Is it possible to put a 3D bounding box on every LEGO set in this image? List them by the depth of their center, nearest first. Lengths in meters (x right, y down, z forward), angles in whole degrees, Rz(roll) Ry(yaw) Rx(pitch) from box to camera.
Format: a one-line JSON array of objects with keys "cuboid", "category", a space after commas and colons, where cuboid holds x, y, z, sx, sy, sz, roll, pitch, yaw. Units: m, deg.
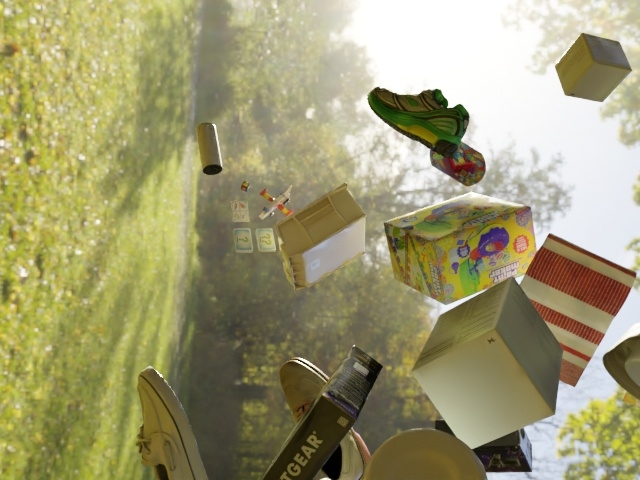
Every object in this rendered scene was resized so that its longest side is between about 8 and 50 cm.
[{"cuboid": [-0.167, -0.078, 2.088, 0.060, 0.182, 0.244, 110, -25, -53], "category": "LEGO set"}]

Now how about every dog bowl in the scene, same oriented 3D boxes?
[{"cuboid": [0.840, 0.319, 1.655, 0.102, 0.348, 0.349, -54, 175, -14], "category": "dog bowl"}]

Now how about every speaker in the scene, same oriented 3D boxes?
[{"cuboid": [-0.296, -0.243, 1.903, 0.055, 0.055, 0.136, 101, -22, -64], "category": "speaker"}]

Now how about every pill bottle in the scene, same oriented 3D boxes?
[{"cuboid": [0.188, 0.497, 1.245, 0.361, 0.204, 0.204, 78, 8, -48], "category": "pill bottle"}]

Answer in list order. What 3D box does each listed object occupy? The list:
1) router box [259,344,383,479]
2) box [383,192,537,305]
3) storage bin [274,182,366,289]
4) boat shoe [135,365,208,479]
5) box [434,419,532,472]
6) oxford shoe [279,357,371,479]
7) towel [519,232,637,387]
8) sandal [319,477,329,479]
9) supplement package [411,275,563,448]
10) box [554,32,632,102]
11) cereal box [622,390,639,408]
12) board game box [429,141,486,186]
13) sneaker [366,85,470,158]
[{"cuboid": [-0.010, 0.384, 1.421, 0.309, 0.081, 0.243, -57, 174, 21], "category": "router box"}, {"cuboid": [0.368, 0.013, 1.896, 0.279, 0.289, 0.177, -152, -134, -65], "category": "box"}, {"cuboid": [0.000, 0.000, 2.112, 0.123, 0.260, 0.262, 55, -13, 23], "category": "storage bin"}, {"cuboid": [-0.255, 0.334, 1.165, 0.095, 0.084, 0.258, -4, -71, 57], "category": "boat shoe"}, {"cuboid": [0.501, 0.632, 2.203, 0.184, 0.261, 0.103, 60, 32, -38], "category": "box"}, {"cuboid": [-0.007, 0.410, 1.665, 0.348, 0.123, 0.130, 51, 12, 31], "category": "oxford shoe"}, {"cuboid": [0.588, 0.172, 1.753, 0.329, 0.237, 0.037, -67, 173, 17], "category": "towel"}, {"cuboid": [-0.028, 0.673, 1.821, 0.102, 0.265, 0.076, 3, -83, 59], "category": "sandal"}, {"cuboid": [0.343, 0.240, 1.439, 0.199, 0.198, 0.262, 55, 28, -4], "category": "supplement package"}, {"cuboid": [0.561, -0.355, 1.476, 0.101, 0.102, 0.087, 122, -31, -52], "category": "box"}, {"cuboid": [0.952, 0.401, 1.892, 0.047, 0.240, 0.173, -7, 119, -60], "category": "cereal box"}, {"cuboid": [0.388, -0.231, 1.984, 0.133, 0.168, 0.033, -56, 177, -30], "category": "board game box"}, {"cuboid": [0.263, -0.342, 1.906, 0.343, 0.134, 0.146, 36, -83, 39], "category": "sneaker"}]
